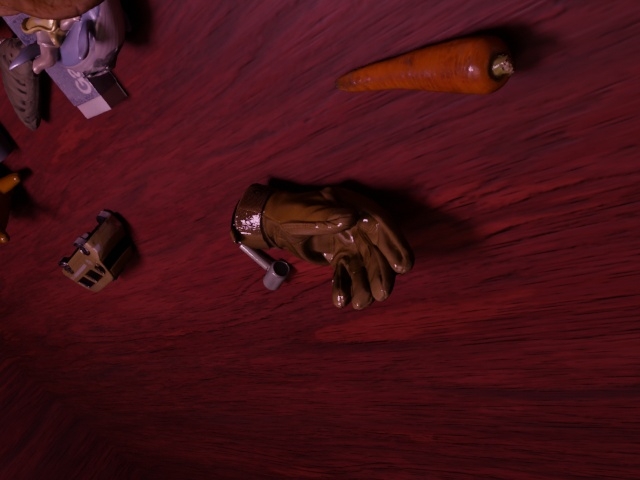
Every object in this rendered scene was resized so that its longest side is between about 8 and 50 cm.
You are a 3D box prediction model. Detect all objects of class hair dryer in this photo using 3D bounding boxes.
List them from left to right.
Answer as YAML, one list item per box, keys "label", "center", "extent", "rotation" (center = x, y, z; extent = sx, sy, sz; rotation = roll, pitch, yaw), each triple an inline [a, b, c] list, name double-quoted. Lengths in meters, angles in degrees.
- label: "hair dryer"
  center: [-0.116, 0.037, 1.208]
  extent: [0.124, 0.038, 0.063]
  rotation: [40, 145, 3]

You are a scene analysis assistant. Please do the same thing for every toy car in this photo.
- label: "toy car"
  center: [-0.493, 0.034, 1.454]
  extent: [0.124, 0.101, 0.256]
  rotation: [40, 147, -15]

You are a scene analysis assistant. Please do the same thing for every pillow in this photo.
- label: "pillow"
  center: [-0.534, -0.290, 1.148]
  extent: [0.093, 0.051, 0.241]
  rotation: [44, 149, 4]

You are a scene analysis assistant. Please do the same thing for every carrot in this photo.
- label: "carrot"
  center: [0.113, -0.192, 0.739]
  extent: [0.256, 0.061, 0.061]
  rotation: [9, 139, 48]

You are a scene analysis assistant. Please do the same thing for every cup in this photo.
- label: "cup"
  center: [-0.707, -0.211, 1.376]
  extent: [0.100, 0.078, 0.077]
  rotation: [47, 170, 52]

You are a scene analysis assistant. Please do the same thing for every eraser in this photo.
- label: "eraser"
  center: [-0.412, -0.300, 1.041]
  extent: [0.092, 0.046, 0.212]
  rotation: [-7, 128, 44]

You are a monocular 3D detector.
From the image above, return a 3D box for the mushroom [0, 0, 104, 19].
- label: "mushroom"
  center: [-0.349, -0.382, 0.751]
  extent: [0.278, 0.146, 0.278]
  rotation: [1, 96, 10]

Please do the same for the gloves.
- label: "gloves"
  center: [0.009, -0.006, 0.964]
  extent: [0.331, 0.141, 0.154]
  rotation: [18, 117, 39]

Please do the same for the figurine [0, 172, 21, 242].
- label: "figurine"
  center: [-0.880, -0.095, 1.412]
  extent: [0.387, 0.401, 0.268]
  rotation: [14, 114, -28]

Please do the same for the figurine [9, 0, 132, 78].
- label: "figurine"
  center: [-0.357, -0.311, 0.901]
  extent: [0.208, 0.128, 0.184]
  rotation: [-23, 115, 30]
